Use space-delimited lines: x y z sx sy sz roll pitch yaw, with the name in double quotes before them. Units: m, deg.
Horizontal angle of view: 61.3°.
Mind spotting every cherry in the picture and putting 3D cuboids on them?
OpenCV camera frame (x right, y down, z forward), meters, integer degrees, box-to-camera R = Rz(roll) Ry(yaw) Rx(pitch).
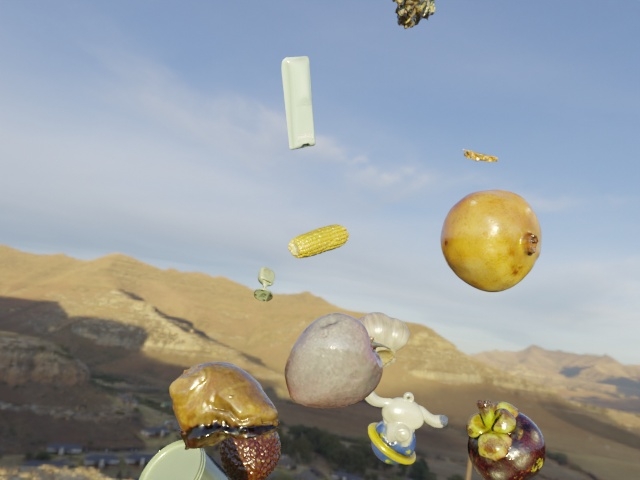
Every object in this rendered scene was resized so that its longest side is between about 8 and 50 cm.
"cherry" 0.037 0.272 1.227 0.266 0.213 0.183 -33 21 -13

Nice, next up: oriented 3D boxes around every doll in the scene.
"doll" 0.239 0.631 1.829 0.311 0.242 0.159 37 25 -5

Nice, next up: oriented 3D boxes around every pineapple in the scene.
"pineapple" 0.368 -0.197 1.260 0.083 0.019 0.045 22 25 33

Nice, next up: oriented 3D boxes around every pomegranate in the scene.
"pomegranate" 0.691 -0.001 2.146 0.417 0.416 0.416 8 -11 2

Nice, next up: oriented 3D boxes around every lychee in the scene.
"lychee" -0.258 0.785 1.997 0.236 0.235 0.271 9 16 -7

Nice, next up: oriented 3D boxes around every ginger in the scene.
"ginger" -0.252 0.421 1.417 0.270 0.222 0.200 -16 -20 8

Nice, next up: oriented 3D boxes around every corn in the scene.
"corn" 0.000 0.000 1.630 0.080 0.080 0.238 -2 9 43

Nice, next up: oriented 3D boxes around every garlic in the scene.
"garlic" 0.224 0.377 2.004 0.207 0.207 0.256 5 -16 17

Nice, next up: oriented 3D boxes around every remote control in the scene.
"remote control" -0.065 -0.449 1.773 0.103 0.293 0.051 -17 24 -32

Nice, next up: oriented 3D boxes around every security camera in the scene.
"security camera" -0.153 0.118 1.505 0.058 0.092 0.058 4 -45 4

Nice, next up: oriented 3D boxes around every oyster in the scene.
"oyster" 0.260 -0.674 1.467 0.092 0.198 0.260 26 6 13

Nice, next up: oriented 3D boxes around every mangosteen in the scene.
"mangosteen" 0.438 0.485 1.322 0.217 0.192 0.192 53 -21 -7

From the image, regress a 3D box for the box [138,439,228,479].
"box" -0.405 0.725 1.590 0.226 0.226 0.149 -2 -50 41
